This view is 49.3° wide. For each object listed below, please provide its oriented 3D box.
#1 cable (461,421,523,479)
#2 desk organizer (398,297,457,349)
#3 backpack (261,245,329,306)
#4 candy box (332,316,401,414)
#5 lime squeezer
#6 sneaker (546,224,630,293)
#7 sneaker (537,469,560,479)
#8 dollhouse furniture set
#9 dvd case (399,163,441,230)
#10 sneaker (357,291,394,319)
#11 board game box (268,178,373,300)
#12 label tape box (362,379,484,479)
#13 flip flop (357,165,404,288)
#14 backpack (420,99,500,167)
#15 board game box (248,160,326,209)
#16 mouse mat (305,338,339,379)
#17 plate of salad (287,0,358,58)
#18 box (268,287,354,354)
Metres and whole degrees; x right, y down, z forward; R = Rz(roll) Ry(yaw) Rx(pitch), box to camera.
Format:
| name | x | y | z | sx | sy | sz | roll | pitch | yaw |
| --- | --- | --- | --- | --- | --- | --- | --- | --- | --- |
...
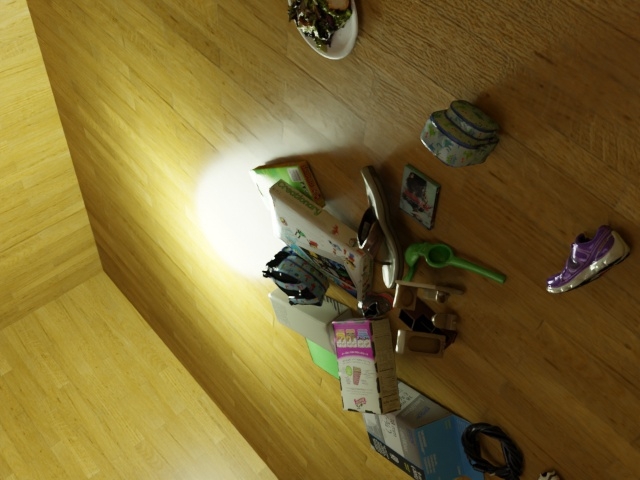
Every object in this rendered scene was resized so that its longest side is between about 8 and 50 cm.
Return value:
| name | x | y | z | sx | sy | sz | roll | pitch | yaw |
| --- | --- | --- | --- | --- | --- | --- | --- | --- | --- |
| cable | 0.402 | 0.498 | 1.631 | 0.150 | 0.047 | 0.185 | 26 | 139 | 34 |
| desk organizer | 0.240 | 0.191 | 1.570 | 0.130 | 0.050 | 0.047 | 42 | 150 | 26 |
| backpack | -0.048 | 0.098 | 1.843 | 0.158 | 0.117 | 0.173 | 48 | 160 | -24 |
| candy box | 0.116 | 0.316 | 1.773 | 0.159 | 0.071 | 0.234 | -11 | 84 | 54 |
| lime squeezer | 0.235 | 0.052 | 1.425 | 0.310 | 0.058 | 0.110 | -8 | 113 | 59 |
| sneaker | 0.420 | 0.030 | 1.114 | 0.071 | 0.068 | 0.170 | 64 | 147 | 20 |
| sneaker | 0.497 | 0.535 | 1.544 | 0.044 | 0.040 | 0.109 | 66 | 153 | 19 |
| dollhouse furniture set | 0.239 | 0.171 | 1.447 | 0.123 | 0.144 | 0.151 | 3 | 83 | 57 |
| dvd case | 0.196 | -0.085 | 1.388 | 0.087 | 0.013 | 0.120 | 40 | 149 | 30 |
| sneaker | 0.121 | 0.165 | 1.719 | 0.061 | 0.064 | 0.158 | 57 | 153 | -2 |
| board game box | 0.000 | 0.000 | 1.708 | 0.305 | 0.053 | 0.193 | 37 | 153 | 24 |
| label tape box | 0.258 | 0.518 | 1.832 | 0.333 | 0.105 | 0.241 | 24 | 139 | 47 |
| flip flop | 0.114 | -0.023 | 1.477 | 0.112 | 0.080 | 0.277 | -120 | 12 | -63 |
| backpack | 0.225 | -0.175 | 1.133 | 0.105 | 0.114 | 0.084 | 46 | 131 | 23 |
| board game box | -0.091 | -0.136 | 1.774 | 0.259 | 0.039 | 0.124 | 2 | 122 | 55 |
| mouse mat | 0.019 | 0.362 | 2.161 | 0.189 | 0.007 | 0.153 | 24 | 139 | 48 |
| plate of salad | -0.005 | -0.432 | 1.306 | 0.200 | 0.048 | 0.200 | 39 | 148 | 30 |
| box | -0.024 | 0.211 | 1.973 | 0.275 | 0.094 | 0.113 | 23 | 138 | 47 |
